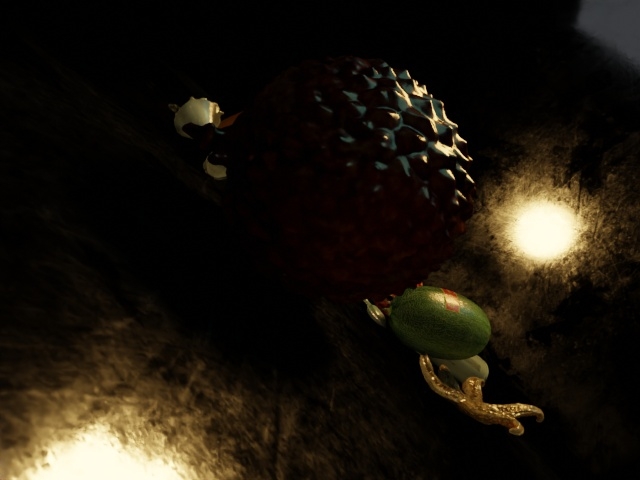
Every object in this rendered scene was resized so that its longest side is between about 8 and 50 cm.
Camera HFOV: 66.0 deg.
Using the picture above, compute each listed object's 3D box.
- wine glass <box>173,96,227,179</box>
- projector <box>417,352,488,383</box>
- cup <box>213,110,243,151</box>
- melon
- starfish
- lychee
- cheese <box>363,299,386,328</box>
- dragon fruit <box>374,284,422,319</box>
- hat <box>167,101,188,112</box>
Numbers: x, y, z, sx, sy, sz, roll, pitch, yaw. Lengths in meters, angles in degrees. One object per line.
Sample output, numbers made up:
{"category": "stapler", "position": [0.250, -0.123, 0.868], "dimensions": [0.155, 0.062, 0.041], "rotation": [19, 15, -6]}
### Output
{"category": "wine glass", "position": [-0.258, -0.234, 1.145], "dimensions": [0.122, 0.122, 0.183], "rotation": [34, 19, -54]}
{"category": "projector", "position": [0.395, 0.349, 1.493], "dimensions": [0.337, 0.108, 0.108], "rotation": [38, 10, -40]}
{"category": "cup", "position": [-0.155, -0.267, 1.343], "dimensions": [0.226, 0.264, 0.182], "rotation": [55, -2, -9]}
{"category": "melon", "position": [0.296, 0.210, 1.274], "dimensions": [0.288, 0.182, 0.182], "rotation": [16, 14, -9]}
{"category": "starfish", "position": [0.365, 0.377, 1.206], "dimensions": [0.327, 0.094, 0.375], "rotation": [26, 0, -24]}
{"category": "lychee", "position": [0.015, -0.104, 0.841], "dimensions": [0.500, 0.424, 0.424], "rotation": [19, 13, -9]}
{"category": "cheese", "position": [0.140, 0.187, 1.304], "dimensions": [0.067, 0.026, 0.120], "rotation": [39, 10, -41]}
{"category": "dragon fruit", "position": [0.228, 0.160, 1.447], "dimensions": [0.172, 0.160, 0.166], "rotation": [7, 81, -73]}
{"category": "hat", "position": [-0.374, -0.362, 1.400], "dimensions": [0.121, 0.050, 0.121], "rotation": [43, 5, -5]}
